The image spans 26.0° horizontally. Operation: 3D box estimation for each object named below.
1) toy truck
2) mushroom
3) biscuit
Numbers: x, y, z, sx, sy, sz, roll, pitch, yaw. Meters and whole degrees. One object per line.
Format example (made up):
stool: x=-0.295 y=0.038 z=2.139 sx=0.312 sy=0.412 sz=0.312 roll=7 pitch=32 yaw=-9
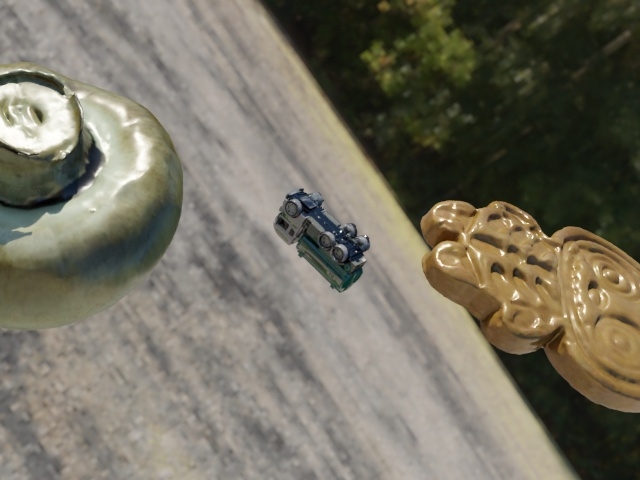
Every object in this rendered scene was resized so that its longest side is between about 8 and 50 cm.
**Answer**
toy truck: x=0.000 y=0.000 z=1.088 sx=0.083 sy=0.044 sz=0.039 roll=43 pitch=32 yaw=16
mushroom: x=-0.329 y=-0.064 z=1.631 sx=0.352 sy=0.352 sz=0.260 roll=60 pitch=-25 yaw=30
biscuit: x=0.220 y=0.049 z=1.243 sx=0.289 sy=0.044 sz=0.202 roll=29 pitch=38 yaw=-14
